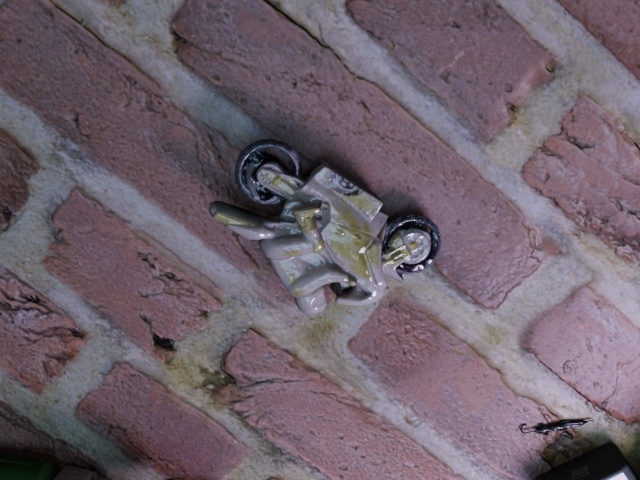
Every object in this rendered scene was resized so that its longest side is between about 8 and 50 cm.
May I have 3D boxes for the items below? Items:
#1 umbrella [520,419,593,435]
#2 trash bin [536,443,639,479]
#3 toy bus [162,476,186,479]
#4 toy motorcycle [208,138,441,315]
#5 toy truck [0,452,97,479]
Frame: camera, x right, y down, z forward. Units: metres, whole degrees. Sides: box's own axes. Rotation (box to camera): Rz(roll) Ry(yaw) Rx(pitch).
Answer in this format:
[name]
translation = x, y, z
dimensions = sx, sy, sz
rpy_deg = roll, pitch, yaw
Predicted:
[umbrella]
translation = 0.398, 0.315, 1.340
dimensions = 0.122, 0.013, 0.022
rpy_deg = -7, 88, 6
[trash bin]
translation = 0.491, 0.482, 1.354
dimensions = 0.176, 0.101, 0.236
rpy_deg = -31, 104, 14
[toy bus]
translation = -0.337, 0.546, 1.297
dimensions = 0.365, 0.201, 0.177
rpy_deg = -46, 62, 28
[toy motorcycle]
translation = 0.000, 0.000, 1.189
dimensions = 0.340, 0.108, 0.223
rpy_deg = 29, 102, -16
[toy truck]
translation = -0.512, 0.431, 1.368
dimensions = 0.242, 0.101, 0.125
rpy_deg = 8, 98, 2
